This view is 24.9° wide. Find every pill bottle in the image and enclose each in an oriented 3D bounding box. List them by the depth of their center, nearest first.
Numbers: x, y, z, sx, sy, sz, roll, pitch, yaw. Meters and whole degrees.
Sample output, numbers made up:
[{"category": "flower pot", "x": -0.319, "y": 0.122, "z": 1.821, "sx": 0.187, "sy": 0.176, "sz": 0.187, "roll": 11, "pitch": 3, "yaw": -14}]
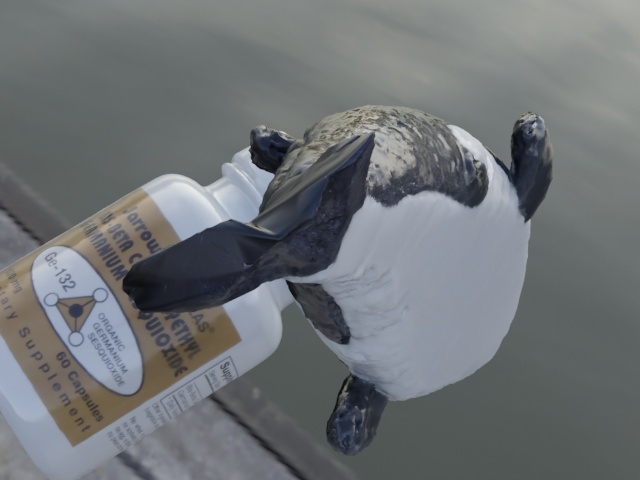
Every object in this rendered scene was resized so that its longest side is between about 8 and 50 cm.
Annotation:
[{"category": "pill bottle", "x": -0.095, "y": 0.035, "z": 0.880, "sx": 0.229, "sy": 0.131, "sz": 0.131, "roll": -32, "pitch": 61, "yaw": -10}]

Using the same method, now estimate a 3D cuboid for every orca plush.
[{"category": "orca plush", "x": 0.000, "y": 0.000, "z": 0.557, "sx": 0.102, "sy": 0.151, "sz": 0.287, "roll": 31, "pitch": 15, "yaw": 20}]
